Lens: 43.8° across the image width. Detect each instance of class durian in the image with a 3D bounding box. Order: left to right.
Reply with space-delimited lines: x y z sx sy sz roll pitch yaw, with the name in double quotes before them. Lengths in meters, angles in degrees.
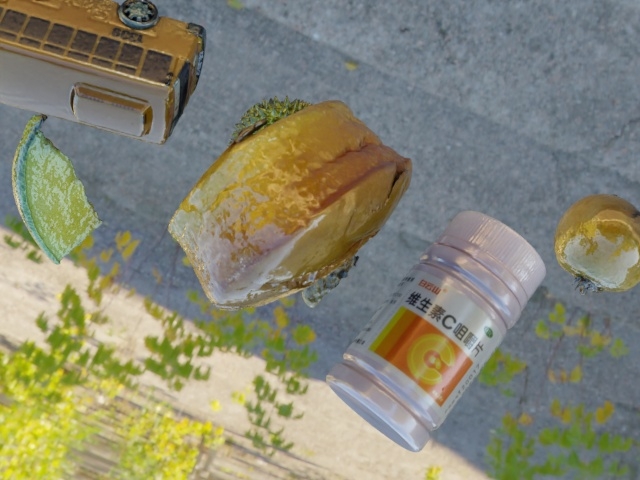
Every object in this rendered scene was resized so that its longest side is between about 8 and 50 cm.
"durian" -0.088 -0.149 1.180 0.095 0.137 0.221 56 141 -1

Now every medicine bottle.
"medicine bottle" 0.130 0.098 0.885 0.133 0.249 0.133 38 165 12

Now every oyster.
"oyster" 0.001 0.006 0.963 0.051 0.148 0.103 13 158 -38

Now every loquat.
"loquat" 0.424 0.006 1.189 0.137 0.163 0.163 16 150 42

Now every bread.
"bread" -0.021 -0.033 0.775 0.142 0.270 0.195 49 125 3

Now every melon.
"melon" -0.379 -0.068 1.136 0.114 0.053 0.261 -10 139 -13

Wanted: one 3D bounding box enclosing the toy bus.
"toy bus" -0.217 -0.168 0.746 0.201 0.114 0.098 15 149 -8
